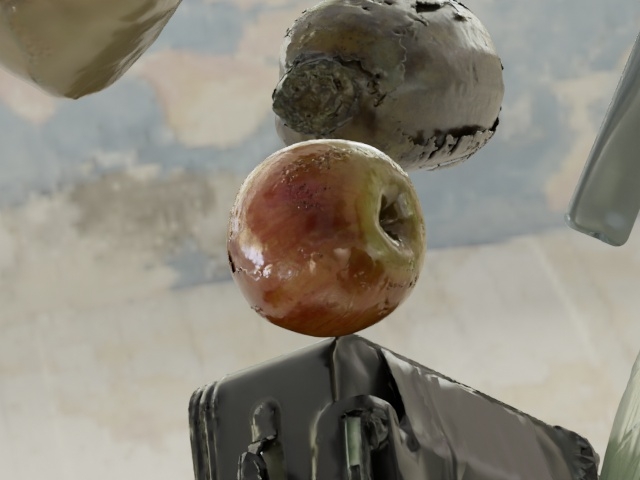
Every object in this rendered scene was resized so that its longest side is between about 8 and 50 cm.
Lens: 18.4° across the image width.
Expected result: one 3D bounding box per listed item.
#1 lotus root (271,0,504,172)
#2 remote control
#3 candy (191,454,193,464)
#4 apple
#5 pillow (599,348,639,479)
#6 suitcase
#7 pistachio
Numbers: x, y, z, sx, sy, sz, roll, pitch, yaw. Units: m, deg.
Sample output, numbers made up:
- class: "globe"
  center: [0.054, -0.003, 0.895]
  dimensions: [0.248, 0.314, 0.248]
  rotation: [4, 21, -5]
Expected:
- class: "lotus root"
  center: [0.069, -0.161, 2.028]
  dimensions: [0.179, 0.196, 0.397]
  rotation: [-9, -176, 27]
- class: "remote control"
  center: [0.207, -0.086, 1.230]
  dimensions: [0.050, 0.184, 0.027]
  rotation: [21, -177, -27]
- class: "candy"
  center: [0.033, 0.253, 1.840]
  dimensions: [0.335, 0.093, 0.092]
  rotation: [27, -164, -17]
- class: "apple"
  center: [0.000, 0.000, 1.372]
  dimensions: [0.146, 0.146, 0.146]
  rotation: [-6, -153, 3]
- class: "pillow"
  center: [0.211, 0.181, 1.177]
  dimensions: [0.076, 0.274, 0.281]
  rotation: [14, 179, -1]
- class: "suitcase"
  center: [0.074, 0.243, 1.522]
  dimensions: [0.194, 0.434, 0.283]
  rotation: [-21, -120, 29]
- class: "pistachio"
  center: [-0.105, -0.154, 0.911]
  dimensions: [0.126, 0.152, 0.223]
  rotation: [6, -143, 15]
